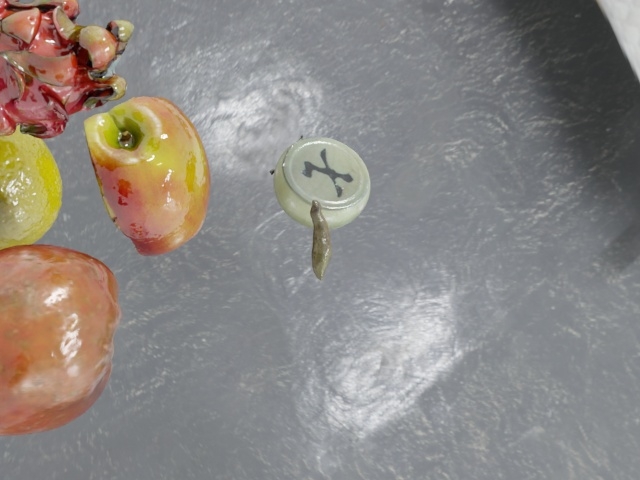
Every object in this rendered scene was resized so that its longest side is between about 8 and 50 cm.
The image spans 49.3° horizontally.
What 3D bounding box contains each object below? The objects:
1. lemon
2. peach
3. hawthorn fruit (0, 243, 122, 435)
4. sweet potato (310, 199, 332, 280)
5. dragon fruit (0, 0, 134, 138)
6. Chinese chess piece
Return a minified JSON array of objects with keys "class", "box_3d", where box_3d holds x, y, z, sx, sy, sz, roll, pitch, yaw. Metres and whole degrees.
[{"class":"lemon","box_3d":[-0.640,-0.105,1.382,0.254,0.253,0.310,-18,122,-19]},{"class":"peach","box_3d":[-0.366,-0.131,1.579,0.243,0.380,0.306,-18,78,-12]},{"class":"hawthorn fruit","box_3d":[-0.406,0.141,0.966,0.284,0.284,0.284,1,85,-19]},{"class":"sweet potato","box_3d":[0.001,-0.003,1.270,0.038,0.041,0.153,-2,103,8]},{"class":"dragon fruit","box_3d":[-0.450,-0.280,1.120,0.243,0.307,0.227,-11,101,-31]},{"class":"Chinese chess piece","box_3d":[0.000,-0.136,1.621,0.238,0.092,0.237,8,58,-13]}]
